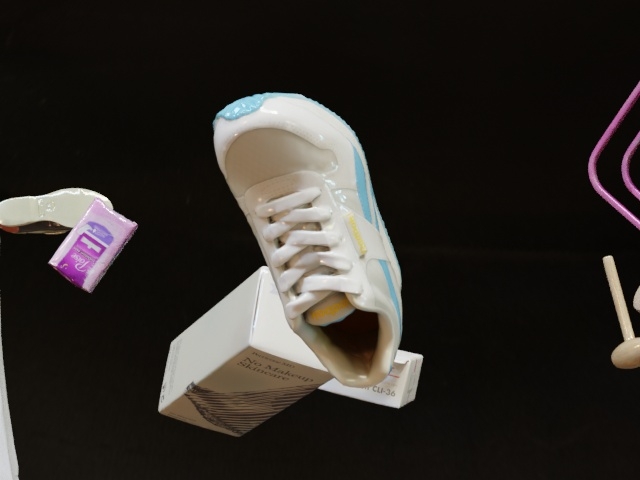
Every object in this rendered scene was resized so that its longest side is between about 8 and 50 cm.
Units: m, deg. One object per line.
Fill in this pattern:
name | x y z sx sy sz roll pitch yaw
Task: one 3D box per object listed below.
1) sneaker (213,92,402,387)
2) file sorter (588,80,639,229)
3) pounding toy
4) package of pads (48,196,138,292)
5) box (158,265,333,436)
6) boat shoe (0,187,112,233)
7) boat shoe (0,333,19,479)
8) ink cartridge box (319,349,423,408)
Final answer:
sneaker | 0.000 0.000 0.981 0.087 0.092 0.228 -19 129 16
file sorter | 0.435 -0.079 1.493 0.202 0.291 0.182 47 119 29
pounding toy | 0.475 0.044 1.950 0.155 0.154 0.269 39 62 -23
package of pads | -0.220 0.004 1.449 0.050 0.032 0.083 35 84 2
box | -0.076 0.127 1.630 0.113 0.275 0.094 19 63 -18
boat shoe | -0.306 -0.029 1.729 0.137 0.043 0.049 -5 70 0
boat shoe | -0.153 0.072 0.425 0.119 0.121 0.335 0 68 -24
ink cartridge box | 0.062 0.171 1.944 0.115 0.198 0.067 12 89 11
